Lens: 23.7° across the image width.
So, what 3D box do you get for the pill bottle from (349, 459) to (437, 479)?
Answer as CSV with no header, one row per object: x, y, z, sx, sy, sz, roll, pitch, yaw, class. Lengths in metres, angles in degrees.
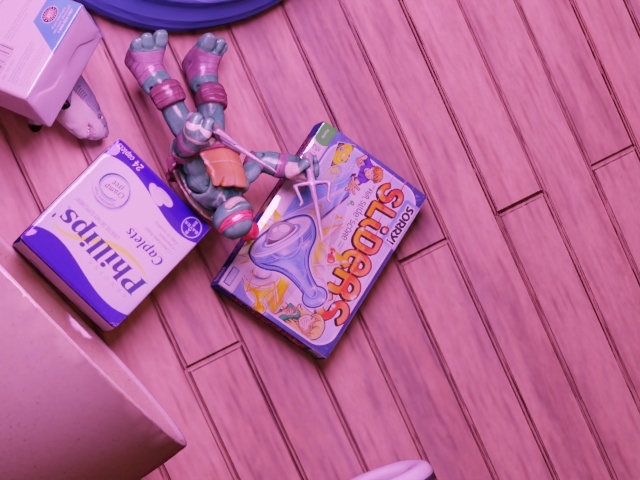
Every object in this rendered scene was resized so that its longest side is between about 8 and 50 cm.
0.089,0.317,1.504,0.103,0.103,0.184,-20,92,-19,pill bottle

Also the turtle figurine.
-0.096,-0.087,1.439,0.118,0.175,0.234,-35,69,20,turtle figurine

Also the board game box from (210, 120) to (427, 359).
0.000,0.000,1.535,0.136,0.035,0.201,35,76,-13,board game box

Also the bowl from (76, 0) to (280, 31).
-0.141,-0.404,1.492,0.391,0.077,0.391,2,83,-19,bowl

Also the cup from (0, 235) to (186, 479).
-0.309,0.135,1.288,0.237,0.331,0.331,-44,100,-5,cup

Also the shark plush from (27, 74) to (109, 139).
-0.254,-0.170,1.471,0.067,0.073,0.161,-8,67,-38,shark plush

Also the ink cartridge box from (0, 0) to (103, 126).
-0.307,-0.190,1.409,0.181,0.061,0.104,23,76,20,ink cartridge box

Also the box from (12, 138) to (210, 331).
-0.199,-0.004,1.449,0.126,0.072,0.137,45,74,-10,box
